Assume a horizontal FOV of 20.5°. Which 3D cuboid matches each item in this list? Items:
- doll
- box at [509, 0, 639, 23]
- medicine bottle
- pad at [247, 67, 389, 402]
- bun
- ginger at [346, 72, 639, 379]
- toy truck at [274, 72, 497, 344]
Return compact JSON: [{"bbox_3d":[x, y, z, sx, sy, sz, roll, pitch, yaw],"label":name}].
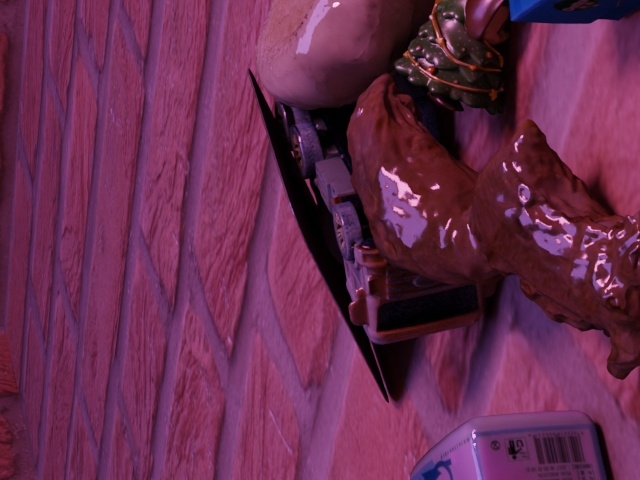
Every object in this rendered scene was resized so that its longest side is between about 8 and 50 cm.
[{"bbox_3d":[0.088,-0.142,1.156,0.078,0.076,0.113,-114,28,-68],"label":"doll"},{"bbox_3d":[0.151,-0.229,0.954,0.139,0.073,0.194,149,117,-70],"label":"box"},{"bbox_3d":[0.123,0.207,1.060,0.119,0.094,0.188,127,138,-60],"label":"medicine bottle"},{"bbox_3d":[0.000,0.000,1.356,0.266,0.002,0.176,63,-174,-50],"label":"pad"},{"bbox_3d":[0.029,-0.167,1.233,0.183,0.102,0.183,-161,90,-75],"label":"bun"},{"bbox_3d":[0.098,-0.019,1.064,0.290,0.084,0.122,32,135,47],"label":"ginger"},{"bbox_3d":[0.044,-0.021,1.276,0.257,0.108,0.140,-116,16,-55],"label":"toy truck"}]
